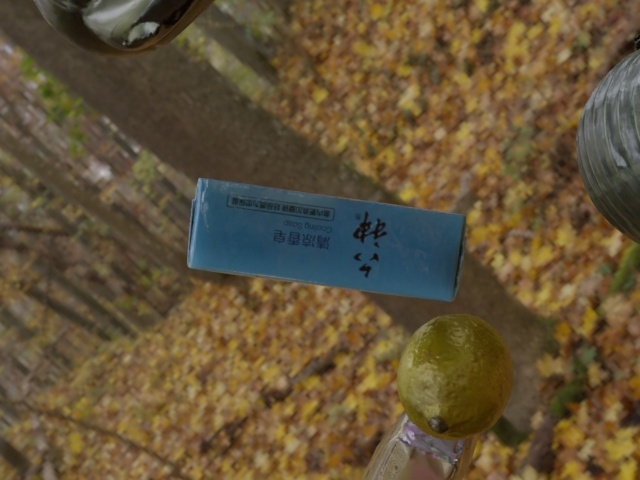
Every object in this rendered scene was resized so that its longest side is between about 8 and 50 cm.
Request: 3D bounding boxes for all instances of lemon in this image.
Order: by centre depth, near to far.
[{"bbox_3d":[0.125,0.127,1.082,0.109,0.109,0.133,-33,19,35],"label":"lemon"}]

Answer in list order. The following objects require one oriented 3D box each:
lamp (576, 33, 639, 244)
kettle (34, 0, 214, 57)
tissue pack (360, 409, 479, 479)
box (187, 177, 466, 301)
[{"bbox_3d":[0.388,-0.096,1.160,0.233,0.265,0.233,-49,29,41],"label":"lamp"},{"bbox_3d":[-0.136,-0.311,1.053,0.321,0.228,0.324,36,102,55],"label":"kettle"},{"bbox_3d":[0.116,0.318,1.529,0.215,0.123,0.256,-48,-21,-61],"label":"tissue pack"},{"bbox_3d":[0.000,0.000,1.040,0.142,0.232,0.083,173,106,-84],"label":"box"}]
